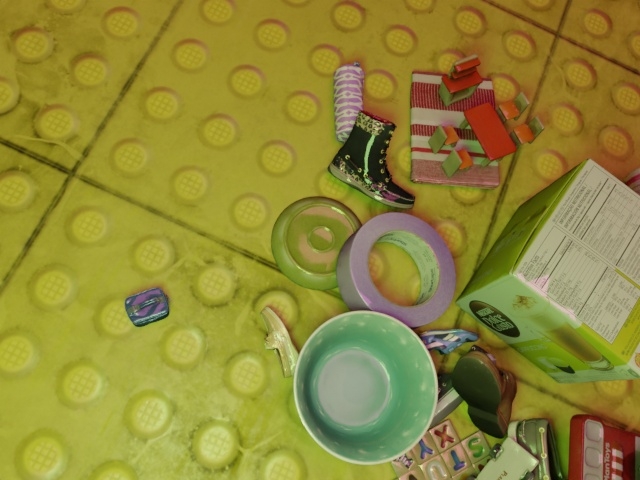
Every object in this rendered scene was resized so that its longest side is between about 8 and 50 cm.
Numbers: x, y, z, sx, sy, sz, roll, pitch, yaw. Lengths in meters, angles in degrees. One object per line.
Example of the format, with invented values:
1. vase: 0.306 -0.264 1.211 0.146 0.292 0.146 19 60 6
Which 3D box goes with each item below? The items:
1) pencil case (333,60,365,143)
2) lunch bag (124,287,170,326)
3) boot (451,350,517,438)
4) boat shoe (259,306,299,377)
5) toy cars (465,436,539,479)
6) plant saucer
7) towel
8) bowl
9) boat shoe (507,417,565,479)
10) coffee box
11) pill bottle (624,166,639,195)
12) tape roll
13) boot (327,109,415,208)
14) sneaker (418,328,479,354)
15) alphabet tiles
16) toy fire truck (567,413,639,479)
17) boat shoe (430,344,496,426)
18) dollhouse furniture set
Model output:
1. pencil case: 0.078 -0.353 1.543 0.088 0.086 0.206 10 73 -31
2. lunch bag: -0.384 0.149 1.330 0.098 0.065 0.067 -21 79 -14
3. boot: 0.371 0.315 1.314 0.112 0.305 0.115 18 58 37
4. boat shoe: -0.099 0.233 1.353 0.059 0.063 0.170 -27 81 -21
5. toy cars: 0.402 0.630 1.288 0.176 0.087 0.394 -8 73 29
6. plant saucer: 0.000 0.000 1.450 0.240 0.037 0.241 3 73 -8
7. towel: 0.356 -0.297 1.595 0.236 0.037 0.329 5 72 -6
8. bowl: 0.085 0.320 1.306 0.311 0.163 0.312 2 75 -8
9. boat shoe: 0.511 0.553 1.326 0.109 0.091 0.305 6 66 -52
10. coffee box: 0.575 0.086 1.360 0.334 0.338 0.338 38 73 4
11. pill bottle: 0.923 -0.062 1.551 0.160 0.160 0.283 -9 76 -12
12. tape roll: 0.179 0.076 1.402 0.274 0.090 0.275 7 70 -19
13. boot: 0.154 -0.195 1.460 0.236 0.085 0.179 27 112 3
14. sneaker: 0.308 0.244 1.423 0.144 0.053 0.059 -3 74 -1
15. alphabet tiles: 0.296 0.600 1.333 0.284 0.011 0.343 -23 81 -15
16. toy fire truck: 0.626 0.551 1.287 0.253 0.169 0.303 20 70 -23
17. boat shoe: 0.308 0.333 1.388 0.228 0.080 0.076 -44 56 -7
18. dollhouse furniture set: 0.407 -0.324 1.518 0.261 0.135 0.259 -23 76 -13
